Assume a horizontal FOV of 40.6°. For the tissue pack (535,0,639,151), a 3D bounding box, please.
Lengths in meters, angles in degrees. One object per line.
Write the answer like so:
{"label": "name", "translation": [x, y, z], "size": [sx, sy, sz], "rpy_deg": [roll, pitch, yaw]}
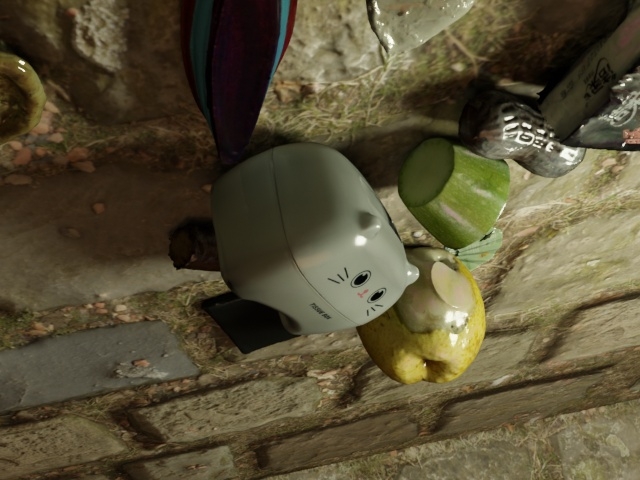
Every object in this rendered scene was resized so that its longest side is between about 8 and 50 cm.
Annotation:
{"label": "tissue pack", "translation": [0.499, -0.232, 1.223], "size": [0.332, 0.123, 0.245], "rpy_deg": [0, 145, -31]}

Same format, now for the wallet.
{"label": "wallet", "translation": [-0.139, 0.167, 1.800], "size": [0.146, 0.030, 0.285], "rpy_deg": [-14, 152, 8]}

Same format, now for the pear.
{"label": "pear", "translation": [0.191, 0.147, 1.667], "size": [0.271, 0.271, 0.271], "rpy_deg": [-10, 153, -5]}

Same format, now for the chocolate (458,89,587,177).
{"label": "chocolate", "translation": [0.304, -0.156, 1.292], "size": [0.248, 0.110, 0.110], "rpy_deg": [10, 146, -30]}

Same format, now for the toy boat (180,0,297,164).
{"label": "toy boat", "translation": [-0.098, -0.224, 1.030], "size": [0.136, 0.079, 0.392], "rpy_deg": [-4, 149, -14]}

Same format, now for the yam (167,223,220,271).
{"label": "yam", "translation": [-0.176, 0.017, 1.444], "size": [0.141, 0.079, 0.079], "rpy_deg": [9, 146, -38]}

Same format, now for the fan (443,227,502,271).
{"label": "fan", "translation": [0.300, 0.014, 1.724], "size": [0.131, 0.009, 0.240], "rpy_deg": [-18, 152, 4]}

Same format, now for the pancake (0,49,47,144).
{"label": "pancake", "translation": [-0.443, -0.166, 1.031], "size": [0.235, 0.029, 0.212], "rpy_deg": [-22, 153, 21]}

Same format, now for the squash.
{"label": "squash", "translation": [0.204, -0.080, 1.345], "size": [0.122, 0.170, 0.170], "rpy_deg": [26, 135, -34]}

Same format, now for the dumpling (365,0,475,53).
{"label": "dumpling", "translation": [0.106, -0.298, 0.944], "size": [0.150, 0.093, 0.176], "rpy_deg": [11, 143, -44]}

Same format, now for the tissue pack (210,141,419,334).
{"label": "tissue pack", "translation": [0.000, 0.000, 1.317], "size": [0.235, 0.230, 0.333], "rpy_deg": [-19, 153, 14]}
